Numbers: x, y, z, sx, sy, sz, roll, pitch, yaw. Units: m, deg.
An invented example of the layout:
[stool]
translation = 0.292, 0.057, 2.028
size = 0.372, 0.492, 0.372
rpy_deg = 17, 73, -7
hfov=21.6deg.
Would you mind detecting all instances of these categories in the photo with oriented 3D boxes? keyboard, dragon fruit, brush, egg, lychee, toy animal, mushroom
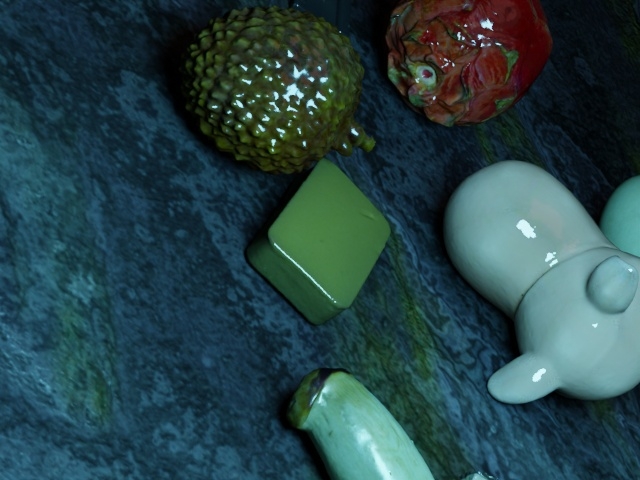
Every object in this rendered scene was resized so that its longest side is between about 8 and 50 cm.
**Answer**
[keyboard]
translation = 0.009, -0.383, 2.292
size = 0.101, 0.018, 0.310
rpy_deg = 31, 38, -24
[dragon fruit]
translation = 0.190, -0.266, 2.208
size = 0.241, 0.241, 0.252
rpy_deg = 60, 22, 15
[brush]
translation = 0.000, 0.000, 1.870
size = 0.123, 0.059, 0.197
rpy_deg = 47, 34, -10
[egg]
translation = 0.474, 0.023, 2.283
size = 0.186, 0.186, 0.253
rpy_deg = 5, 57, -47
[lychee]
translation = -0.041, -0.166, 1.869
size = 0.238, 0.200, 0.200
rpy_deg = 29, 36, -6
[toy animal]
translation = 0.287, 0.048, 2.034
size = 0.326, 0.237, 0.269
rpy_deg = 41, 25, -5
[mushroom]
translation = 0.084, 0.270, 1.682
size = 0.333, 0.087, 0.107
rpy_deg = 56, 33, 6

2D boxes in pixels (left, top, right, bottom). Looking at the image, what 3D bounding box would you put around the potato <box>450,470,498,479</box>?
[potato]
translation = 0.176, 0.303, 1.757
size = 0.122, 0.086, 0.061
rpy_deg = 40, 44, -11
